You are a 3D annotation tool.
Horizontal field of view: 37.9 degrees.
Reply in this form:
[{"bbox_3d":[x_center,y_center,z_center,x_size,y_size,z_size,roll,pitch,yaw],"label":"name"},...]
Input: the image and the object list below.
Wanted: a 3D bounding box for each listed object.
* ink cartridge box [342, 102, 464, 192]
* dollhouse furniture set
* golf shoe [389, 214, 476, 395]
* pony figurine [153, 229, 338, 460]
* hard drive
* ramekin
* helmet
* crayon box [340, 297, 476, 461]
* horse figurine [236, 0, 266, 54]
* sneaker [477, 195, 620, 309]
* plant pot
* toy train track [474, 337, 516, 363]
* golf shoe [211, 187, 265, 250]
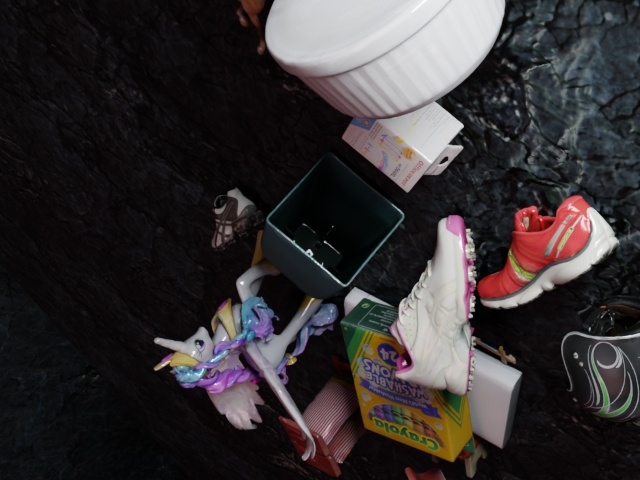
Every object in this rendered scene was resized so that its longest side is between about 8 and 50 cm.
[{"bbox_3d":[0.121,-0.147,1.307,0.143,0.090,0.092,40,151,3],"label":"ink cartridge box"},{"bbox_3d":[0.129,0.401,1.922,0.374,0.201,0.152,16,142,39],"label":"dollhouse furniture set"},{"bbox_3d":[0.177,0.106,1.464,0.140,0.115,0.306,3,111,11],"label":"golf shoe"},{"bbox_3d":[-0.120,0.212,1.794,0.303,0.363,0.351,-2,130,50],"label":"pony figurine"},{"bbox_3d":[0.207,0.243,1.775,0.353,0.047,0.233,27,147,25],"label":"hard drive"},{"bbox_3d":[0.081,-0.256,1.047,0.273,0.272,0.127,6,149,46],"label":"ramekin"},{"bbox_3d":[0.426,0.175,1.311,0.169,0.169,0.161,6,119,46],"label":"helmet"},{"bbox_3d":[0.165,0.276,1.714,0.203,0.083,0.322,14,132,35],"label":"crayon box"},{"bbox_3d":[-0.140,-0.378,1.329,0.263,0.066,0.174,37,156,3],"label":"horse figurine"},{"bbox_3d":[0.307,0.012,1.325,0.118,0.107,0.279,59,148,6],"label":"sneaker"},{"bbox_3d":[0.000,0.000,1.581,0.165,0.165,0.234,40,157,2],"label":"plant pot"},{"bbox_3d":[0.306,0.189,1.622,0.083,0.014,0.048,28,156,33],"label":"toy train track"},{"bbox_3d":[-0.176,-0.044,1.828,0.093,0.077,0.198,56,146,2],"label":"golf shoe"}]
